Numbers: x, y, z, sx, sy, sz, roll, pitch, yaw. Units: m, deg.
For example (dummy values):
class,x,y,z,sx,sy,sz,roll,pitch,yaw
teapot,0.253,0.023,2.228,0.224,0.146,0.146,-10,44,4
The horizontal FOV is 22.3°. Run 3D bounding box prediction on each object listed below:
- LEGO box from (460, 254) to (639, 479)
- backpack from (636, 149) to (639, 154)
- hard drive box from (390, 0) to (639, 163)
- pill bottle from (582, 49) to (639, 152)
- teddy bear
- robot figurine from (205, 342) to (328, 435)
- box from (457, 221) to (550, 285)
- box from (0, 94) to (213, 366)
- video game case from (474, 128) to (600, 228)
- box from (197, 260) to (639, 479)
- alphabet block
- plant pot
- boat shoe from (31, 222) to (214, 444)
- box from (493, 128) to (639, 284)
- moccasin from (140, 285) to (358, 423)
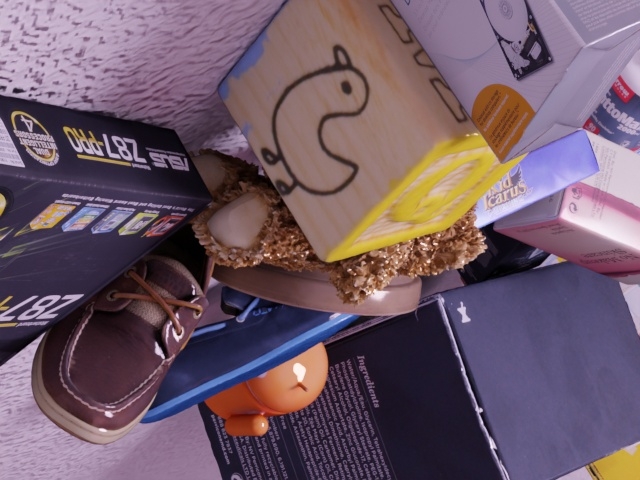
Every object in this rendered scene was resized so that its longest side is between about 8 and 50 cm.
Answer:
class,x,y,z,sx,sy,sz,roll,pitch,yaw
LEGO box,0.524,0.162,2.598,0.372,0.500,0.193,-36,163,13
backpack,0.399,-0.111,2.258,0.158,0.117,0.173,-22,161,-31
hard drive box,0.145,-0.209,1.300,0.089,0.232,0.181,-24,161,-25
pill bottle,0.404,-0.196,2.038,0.108,0.108,0.180,-21,160,-34
teddy bear,-0.001,-0.018,1.583,0.338,0.245,0.113,-11,121,-51
robot figurine,-0.076,0.166,2.112,0.158,0.128,0.219,-36,-169,-38
box,0.285,-0.019,2.362,0.156,0.093,0.158,-19,158,-38
box,-0.310,0.010,1.338,0.318,0.097,0.395,-35,165,18
video game case,0.158,-0.045,1.948,0.269,0.061,0.244,-24,-176,-28
box,0.170,0.247,2.374,0.472,0.297,0.480,-27,170,37
alphabet block,0.061,-0.123,1.457,0.193,0.197,0.192,-15,156,-45
plant pot,0.000,0.000,1.769,0.237,0.237,0.110,-4,107,-59
boat shoe,-0.172,0.062,1.567,0.123,0.123,0.342,-56,-179,30
box,0.365,-0.040,2.088,0.232,0.127,0.148,21,165,-24
moccasin,-0.093,0.102,1.958,0.342,0.117,0.138,-24,169,-14
